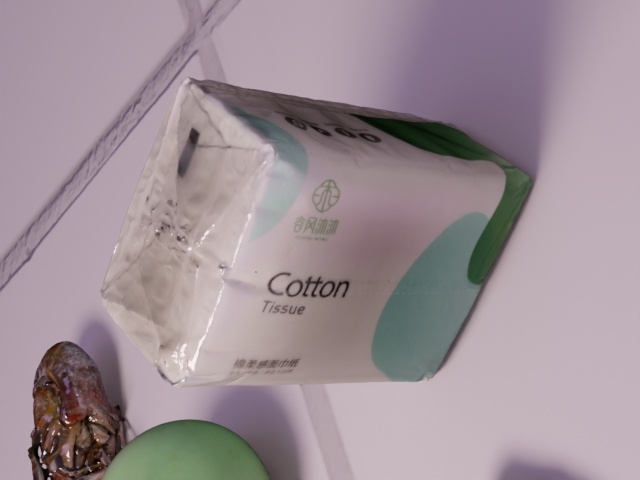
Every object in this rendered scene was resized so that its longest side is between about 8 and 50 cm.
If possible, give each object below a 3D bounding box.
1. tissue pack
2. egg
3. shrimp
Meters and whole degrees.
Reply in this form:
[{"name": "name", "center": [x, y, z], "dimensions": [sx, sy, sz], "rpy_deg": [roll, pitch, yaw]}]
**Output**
[{"name": "tissue pack", "center": [0.001, 0.001, 1.326], "dimensions": [0.194, 0.356, 0.266], "rpy_deg": [43, 118, 40]}, {"name": "egg", "center": [-0.166, 0.344, 1.598], "dimensions": [0.220, 0.220, 0.270], "rpy_deg": [37, 113, 46]}, {"name": "shrimp", "center": [-0.326, 0.303, 1.882], "dimensions": [0.145, 0.116, 0.343], "rpy_deg": [-27, 70, 29]}]
